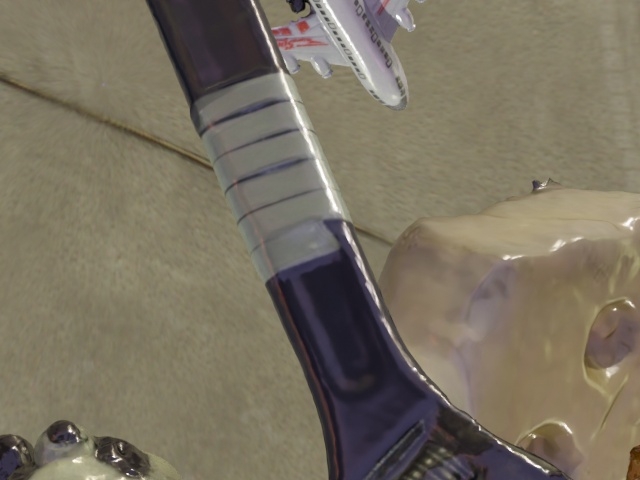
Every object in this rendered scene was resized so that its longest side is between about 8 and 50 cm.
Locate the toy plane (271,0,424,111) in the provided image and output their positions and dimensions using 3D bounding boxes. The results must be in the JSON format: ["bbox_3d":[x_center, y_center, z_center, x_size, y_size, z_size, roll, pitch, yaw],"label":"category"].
[{"bbox_3d":[0.016,-0.151,0.822,0.162,0.065,0.171,-27,136,11],"label":"toy plane"}]

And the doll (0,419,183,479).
[{"bbox_3d":[-0.128,0.193,0.651,0.143,0.135,0.234,13,117,-12],"label":"doll"}]

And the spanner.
[{"bbox_3d":[0.000,0.000,0.412,0.087,0.024,0.316,-27,59,8],"label":"spanner"}]

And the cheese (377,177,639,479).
[{"bbox_3d":[0.160,0.103,0.837,0.318,0.115,0.326,-51,128,-18],"label":"cheese"}]

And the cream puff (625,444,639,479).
[{"bbox_3d":[0.143,0.077,0.351,0.122,0.116,0.094,-40,77,18],"label":"cream puff"}]
